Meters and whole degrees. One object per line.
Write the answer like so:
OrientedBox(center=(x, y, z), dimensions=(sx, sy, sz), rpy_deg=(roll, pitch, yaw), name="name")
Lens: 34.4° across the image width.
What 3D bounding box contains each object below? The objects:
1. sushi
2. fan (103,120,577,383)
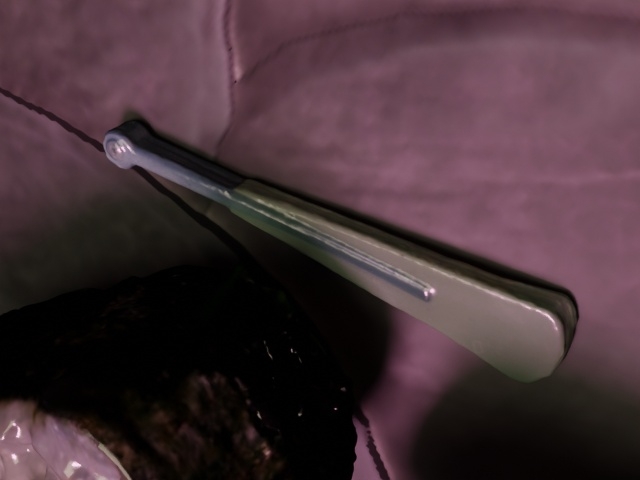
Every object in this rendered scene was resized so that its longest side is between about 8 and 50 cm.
OrientedBox(center=(-0.088, 0.082, 0.405), dimensions=(0.225, 0.127, 0.124), rpy_deg=(-15, 107, 44), name="sushi")
OrientedBox(center=(0.000, 0.000, 0.380), dimensions=(0.193, 0.016, 0.038), rpy_deg=(25, 127, 17), name="fan")
